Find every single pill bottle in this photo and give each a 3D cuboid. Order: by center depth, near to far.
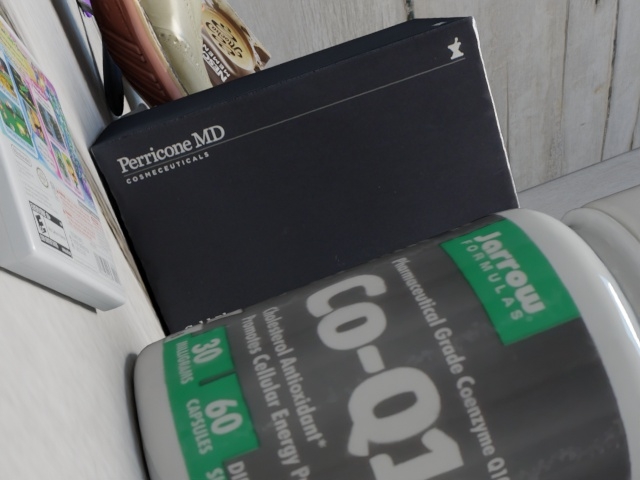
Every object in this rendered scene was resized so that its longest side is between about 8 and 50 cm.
[{"bbox_3d":[0.083,0.101,0.517,0.204,0.361,0.204,159,-90,-85],"label":"pill bottle"}]

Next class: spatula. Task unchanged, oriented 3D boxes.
[{"bbox_3d":[-0.276,-0.266,0.990,0.084,0.030,0.296,77,-8,-59],"label":"spatula"}]

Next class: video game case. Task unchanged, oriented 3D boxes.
[{"bbox_3d":[-0.140,-0.042,0.387,0.157,0.019,0.143,93,-24,-79],"label":"video game case"}]

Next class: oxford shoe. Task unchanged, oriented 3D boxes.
[{"bbox_3d":[-0.159,-0.247,0.838,0.140,0.146,0.397,37,-18,35],"label":"oxford shoe"}]

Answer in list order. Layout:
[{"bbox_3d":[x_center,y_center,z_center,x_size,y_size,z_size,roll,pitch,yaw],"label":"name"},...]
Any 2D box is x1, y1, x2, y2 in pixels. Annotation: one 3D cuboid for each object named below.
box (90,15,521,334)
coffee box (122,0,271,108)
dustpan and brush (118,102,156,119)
[{"bbox_3d":[0.005,-0.014,0.776,0.179,0.343,0.313,-122,-166,-72],"label":"box"},{"bbox_3d":[-0.200,-0.300,1.331,0.168,0.119,0.297,50,24,-17],"label":"coffee box"},{"bbox_3d":[-0.195,-0.108,0.925,0.211,0.060,0.147,101,-32,-80],"label":"dustpan and brush"}]
